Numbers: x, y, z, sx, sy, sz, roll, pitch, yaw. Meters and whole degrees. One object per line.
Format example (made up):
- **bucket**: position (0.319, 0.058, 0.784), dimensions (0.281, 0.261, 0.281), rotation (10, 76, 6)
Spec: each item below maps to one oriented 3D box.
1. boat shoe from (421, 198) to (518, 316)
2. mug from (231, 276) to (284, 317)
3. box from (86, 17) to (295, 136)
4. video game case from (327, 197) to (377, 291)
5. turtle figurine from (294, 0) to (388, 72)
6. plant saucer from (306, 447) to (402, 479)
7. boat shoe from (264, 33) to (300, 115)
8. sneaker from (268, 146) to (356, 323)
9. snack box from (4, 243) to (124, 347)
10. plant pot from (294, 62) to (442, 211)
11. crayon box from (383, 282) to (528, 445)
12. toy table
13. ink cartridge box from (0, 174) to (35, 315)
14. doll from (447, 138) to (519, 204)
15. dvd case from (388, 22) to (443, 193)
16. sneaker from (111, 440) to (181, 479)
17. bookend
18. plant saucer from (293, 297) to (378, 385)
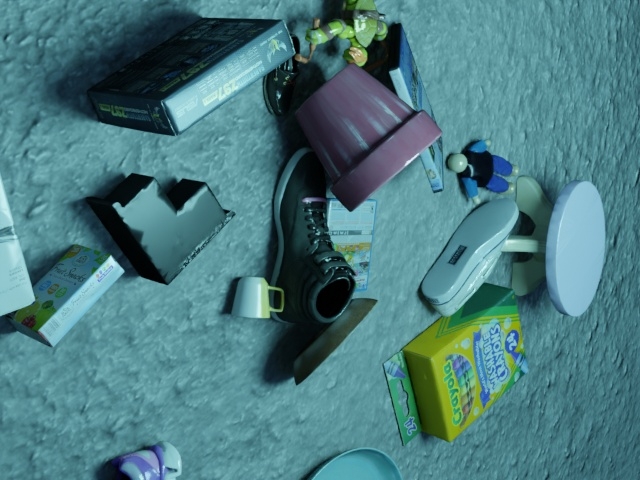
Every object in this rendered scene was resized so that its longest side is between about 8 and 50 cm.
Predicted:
- **boat shoe**: position (0.304, 0.035, 1.992), dimensions (0.267, 0.096, 0.088), rotation (-53, 134, -20)
- **mug**: position (-0.105, 0.091, 1.639), dimensions (0.078, 0.062, 0.064), rotation (6, 87, -44)
- **box**: position (-0.177, -0.231, 1.403), dimensions (0.232, 0.183, 0.059), rotation (-41, 125, -30)
- **video game case**: position (0.046, 0.009, 1.793), dimensions (0.119, 0.015, 0.166), rotation (-1, 100, -44)
- **turtle figurine**: position (0.052, -0.372, 1.641), dimensions (0.269, 0.087, 0.217), rotation (-14, 108, -51)
- **plant saucer**: position (0.036, 0.531, 1.888), dimensions (0.317, 0.043, 0.318), rotation (-13, 109, -42)
- **boat shoe**: position (-0.058, -0.261, 1.611), dimensions (0.049, 0.042, 0.133), rotation (-7, 106, -45)
- **sneaker**: position (0.000, 0.000, 1.655), dimensions (0.104, 0.147, 0.296), rotation (2, 97, -42)
- **snack box**: position (-0.345, 0.072, 1.371), dimensions (0.141, 0.100, 0.037), rotation (-49, 128, -24)
- **plant pot**: position (0.064, -0.174, 1.627), dimensions (0.180, 0.201, 0.201), rotation (49, 61, -2)
- **crayon box**: position (0.278, 0.252, 2.026), dimensions (0.323, 0.083, 0.203), rotation (-33, 121, -33)
- **toy table**: position (0.468, 0.006, 2.096), dimensions (0.252, 0.161, 0.274), rotation (5, 96, -44)
- **ink cartridge box**: position (-0.439, -0.023, 1.216), dimensions (0.092, 0.160, 0.219), rotation (-25, 116, -36)
- **doll**: position (0.317, -0.133, 1.997), dimensions (0.189, 0.046, 0.129), rotation (14, 89, -45)
- **dvd case**: position (0.169, -0.232, 1.777), dimensions (0.180, 0.022, 0.253), rotation (-82, 153, -54)
- **sneaker**: position (-0.281, 0.419, 1.529), dimensions (0.104, 0.095, 0.236), rotation (7, 90, -38)
- **bookend**: position (-0.228, -0.047, 1.475), dimensions (0.156, 0.072, 0.157), rotation (-49, 128, -25)
- **plant saucer**: position (0.016, 0.160, 1.711), dimensions (0.036, 0.198, 0.198), rotation (44, 64, 0)
